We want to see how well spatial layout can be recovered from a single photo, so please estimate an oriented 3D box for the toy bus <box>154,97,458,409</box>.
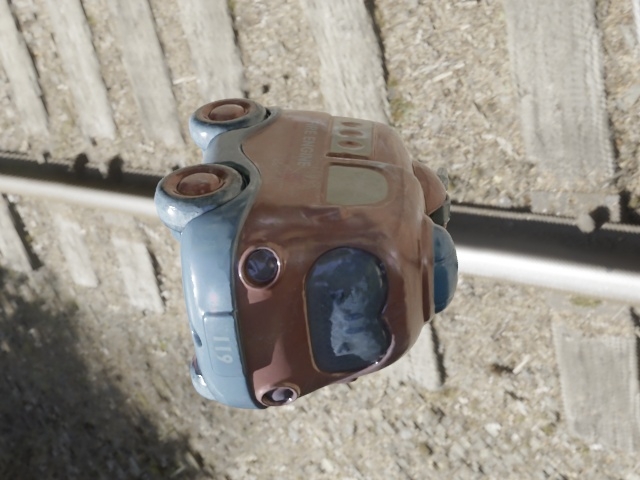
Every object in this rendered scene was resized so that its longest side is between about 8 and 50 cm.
[{"bbox_3d":[0.000,0.000,0.765,0.231,0.294,0.197,-2,120,5],"label":"toy bus"}]
